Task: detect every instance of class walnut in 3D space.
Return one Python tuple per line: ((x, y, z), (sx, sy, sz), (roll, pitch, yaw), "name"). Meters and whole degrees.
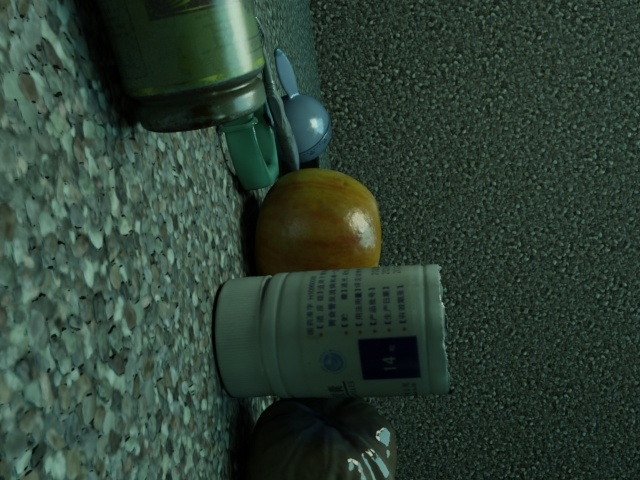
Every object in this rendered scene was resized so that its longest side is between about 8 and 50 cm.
((0.000, 0.355, 0.857), (0.248, 0.248, 0.248), (-7, 90, -83), "walnut")

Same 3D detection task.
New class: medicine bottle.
((-0.152, -0.279, 0.547), (0.151, 0.151, 0.322), (-83, 165, -63), "medicine bottle")
((0.019, 0.137, 0.841), (0.190, 0.332, 0.189), (-4, 90, -79), "medicine bottle")

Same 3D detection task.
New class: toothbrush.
((-0.088, -0.261, 1.100), (0.413, 0.035, 0.042), (72, 28, -57), "toothbrush")

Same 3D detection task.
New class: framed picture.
((-0.055, -0.217, 1.402), (0.011, 0.142, 0.183), (9, 71, -46), "framed picture")

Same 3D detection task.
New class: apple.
((0.000, 0.000, 1.086), (0.286, 0.233, 0.286), (7, 90, -85), "apple")

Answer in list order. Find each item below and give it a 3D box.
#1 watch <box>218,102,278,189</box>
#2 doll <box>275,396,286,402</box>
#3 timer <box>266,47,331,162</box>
((-0.125, -0.194, 1.034), (0.237, 0.068, 0.195), (-79, 160, -71), "watch")
((-0.052, 0.316, 1.144), (0.219, 0.067, 0.091), (-95, 172, -66), "doll")
((-0.085, -0.286, 1.265), (0.255, 0.175, 0.175), (43, 29, -30), "timer")
